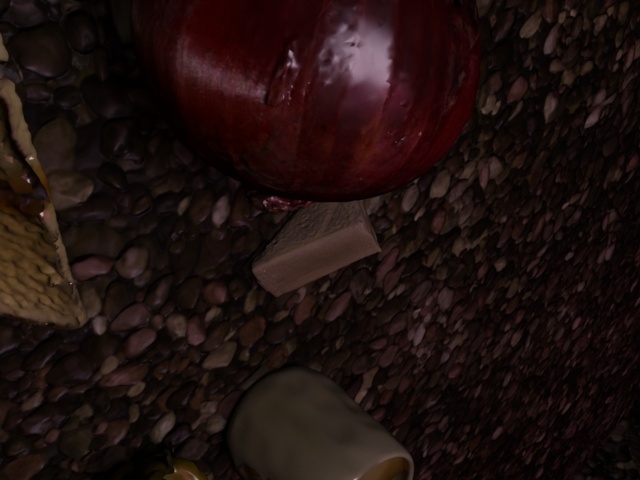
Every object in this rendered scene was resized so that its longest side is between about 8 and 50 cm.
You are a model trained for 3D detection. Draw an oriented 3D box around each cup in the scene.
[{"bbox_3d":[0.017,0.282,0.925,0.255,0.202,0.173,19,102,-51],"label":"cup"}]

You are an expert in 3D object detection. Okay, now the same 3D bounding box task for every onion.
[{"bbox_3d":[-0.008,-0.146,0.546,0.276,0.276,0.276,-27,133,-32],"label":"onion"}]

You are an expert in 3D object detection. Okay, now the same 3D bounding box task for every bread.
[{"bbox_3d":[-0.011,-0.012,0.833,0.152,0.105,0.077,-23,141,8],"label":"bread"},{"bbox_3d":[-0.249,-0.061,0.471,0.178,0.142,0.266,0,127,-1],"label":"bread"}]

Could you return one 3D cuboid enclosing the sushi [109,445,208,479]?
[{"bbox_3d":[-0.201,0.401,0.710,0.329,0.328,0.285,-32,124,-8],"label":"sushi"}]
